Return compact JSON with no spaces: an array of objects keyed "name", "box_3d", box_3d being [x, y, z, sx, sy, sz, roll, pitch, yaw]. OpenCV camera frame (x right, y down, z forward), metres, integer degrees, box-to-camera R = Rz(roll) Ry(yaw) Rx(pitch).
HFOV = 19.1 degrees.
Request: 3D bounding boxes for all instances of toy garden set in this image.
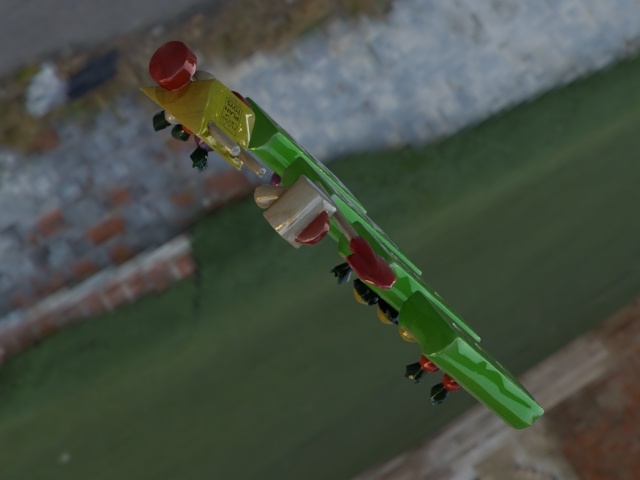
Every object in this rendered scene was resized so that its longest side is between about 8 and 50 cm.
[{"name":"toy garden set","box_3d":[0.000,0.000,1.081,0.049,0.244,0.204,-44,138,5]}]
